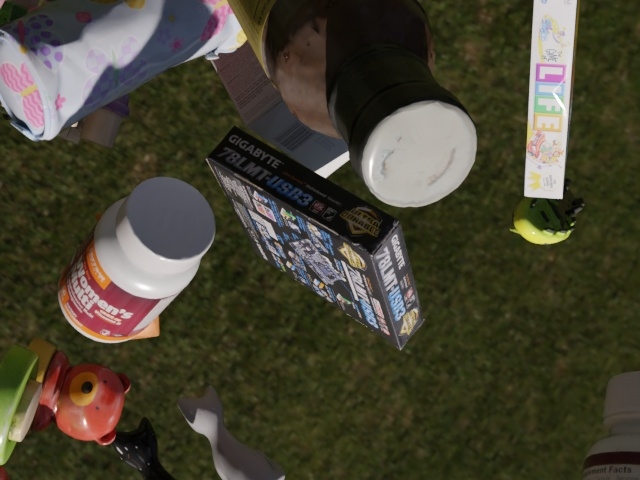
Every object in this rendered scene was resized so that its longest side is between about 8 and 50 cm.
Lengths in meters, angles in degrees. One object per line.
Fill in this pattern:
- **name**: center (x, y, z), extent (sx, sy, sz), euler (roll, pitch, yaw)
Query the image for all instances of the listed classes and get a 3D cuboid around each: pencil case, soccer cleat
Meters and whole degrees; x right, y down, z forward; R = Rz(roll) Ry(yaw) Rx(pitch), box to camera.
- **pencil case**: center (-0.191, -0.200, 1.183), extent (0.273, 0.113, 0.124), euler (-32, 146, -30)
- **soccer cleat**: center (0.371, -0.034, 2.062), extent (0.121, 0.093, 0.289), euler (-33, 178, 25)

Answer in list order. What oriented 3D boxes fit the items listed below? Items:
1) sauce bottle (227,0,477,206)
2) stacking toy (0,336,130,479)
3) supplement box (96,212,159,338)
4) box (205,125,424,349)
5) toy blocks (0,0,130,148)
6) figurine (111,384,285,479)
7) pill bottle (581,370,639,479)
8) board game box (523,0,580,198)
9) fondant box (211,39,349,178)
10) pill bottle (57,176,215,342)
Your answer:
- **sauce bottle**: center (0.010, -0.138, 0.799), extent (0.111, 0.344, 0.111), euler (-10, 127, -13)
- **stacking toy**: center (-0.317, 0.264, 1.371), extent (0.279, 0.130, 0.309), euler (124, -18, -76)
- **supplement box**: center (-0.293, 0.049, 1.819), extent (0.080, 0.233, 0.078), euler (-7, 127, -13)
- **box**: center (0.000, 0.000, 1.716), extent (0.073, 0.293, 0.295), euler (-51, 152, -17)
- **toy blocks**: center (-0.359, -0.283, 1.460), extent (0.309, 0.288, 0.260), euler (22, 86, -45)
- **figurine**: center (-0.195, 0.342, 1.878), extent (0.214, 0.209, 0.092), euler (-24, 159, -37)
- **pill bottle**: center (0.445, 0.384, 1.573), extent (0.224, 0.224, 0.392), euler (37, 59, -49)
- **board game box**: center (0.154, -0.120, 0.792), extent (0.103, 0.026, 0.154), euler (-70, 161, -50)
- **fondant box**: center (-0.083, -0.280, 1.932), extent (0.096, 0.330, 0.238), euler (-37, 148, 15)
- **pill bottle**: center (-0.206, 0.023, 1.343), extent (0.121, 0.121, 0.221), euler (-21, 167, -36)
